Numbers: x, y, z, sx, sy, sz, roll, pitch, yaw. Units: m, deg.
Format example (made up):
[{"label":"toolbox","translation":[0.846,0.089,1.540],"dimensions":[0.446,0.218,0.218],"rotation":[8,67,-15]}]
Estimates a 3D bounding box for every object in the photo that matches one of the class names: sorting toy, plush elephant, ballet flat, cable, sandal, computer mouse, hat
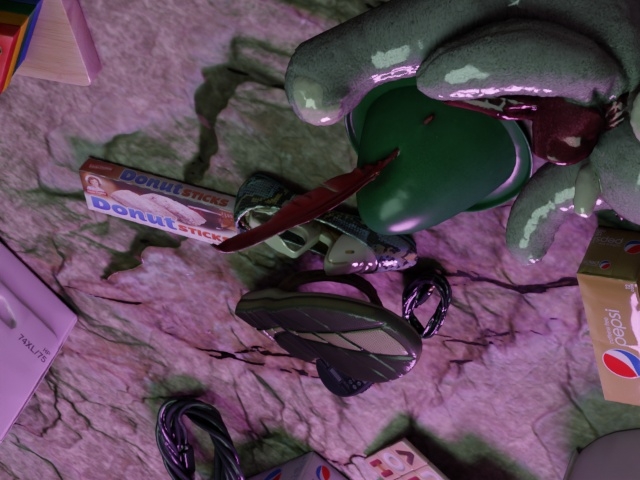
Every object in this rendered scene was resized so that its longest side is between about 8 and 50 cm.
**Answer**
[{"label":"sorting toy","translation":[-0.365,-0.241,1.680],"dimensions":[0.257,0.089,0.255],"rotation":[11,141,23]},{"label":"plush elephant","translation":[0.190,-0.101,1.321],"dimensions":[0.330,0.272,0.255],"rotation":[-23,96,21]},{"label":"ballet flat","translation":[0.000,0.000,1.753],"dimensions":[0.188,0.070,0.070],"rotation":[22,144,9]},{"label":"cable","translation":[-0.143,0.269,2.152],"dimensions":[0.150,0.047,0.184],"rotation":[42,140,38]},{"label":"sandal","translation":[0.006,0.068,1.798],"dimensions":[0.120,0.086,0.303],"rotation":[44,165,-23]},{"label":"computer mouse","translation":[0.069,0.094,1.853],"dimensions":[0.071,0.041,0.242],"rotation":[52,139,3]},{"label":"hat","translation":[0.063,-0.023,1.576],"dimensions":[0.208,0.183,0.173],"rotation":[-15,127,44]}]

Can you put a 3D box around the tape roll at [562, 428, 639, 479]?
[{"label":"tape roll","translation":[0.377,0.321,1.865],"dimensions":[0.286,0.100,0.286],"rotation":[19,144,14]}]

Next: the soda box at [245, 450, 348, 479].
[{"label":"soda box","translation":[-0.054,0.328,2.195],"dimensions":[0.074,0.069,0.216],"rotation":[40,144,-15]}]

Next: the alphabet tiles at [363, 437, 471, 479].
[{"label":"alphabet tiles","translation":[0.156,0.316,2.035],"dimensions":[0.237,0.009,0.198],"rotation":[43,154,-3]}]

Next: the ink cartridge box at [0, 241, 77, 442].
[{"label":"ink cartridge box","translation":[-0.468,0.119,2.105],"dimensions":[0.270,0.197,0.198],"rotation":[-16,126,44]}]

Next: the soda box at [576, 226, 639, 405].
[{"label":"soda box","translation":[0.284,0.073,1.650],"dimensions":[0.058,0.061,0.181],"rotation":[8,140,28]}]

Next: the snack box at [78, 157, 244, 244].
[{"label":"snack box","translation":[-0.162,-0.038,1.852],"dimensions":[0.178,0.022,0.064],"rotation":[15,144,18]}]
